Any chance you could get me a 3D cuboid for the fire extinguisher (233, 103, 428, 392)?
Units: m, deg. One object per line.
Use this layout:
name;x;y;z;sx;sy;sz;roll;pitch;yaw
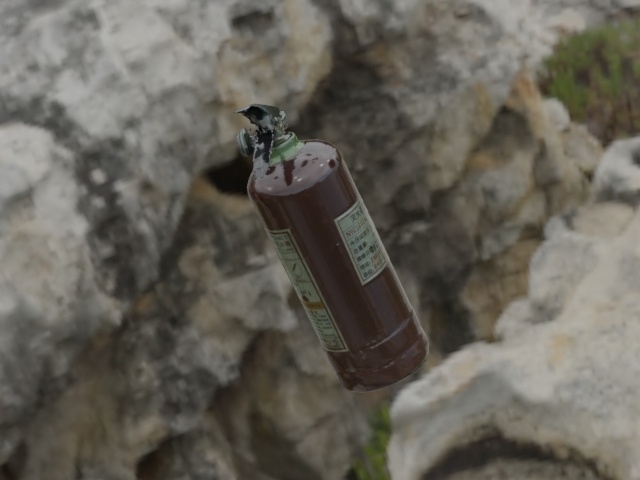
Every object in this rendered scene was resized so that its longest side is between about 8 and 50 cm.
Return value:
fire extinguisher;0.000;0.000;0.972;0.071;0.231;0.099;-19;24;16
